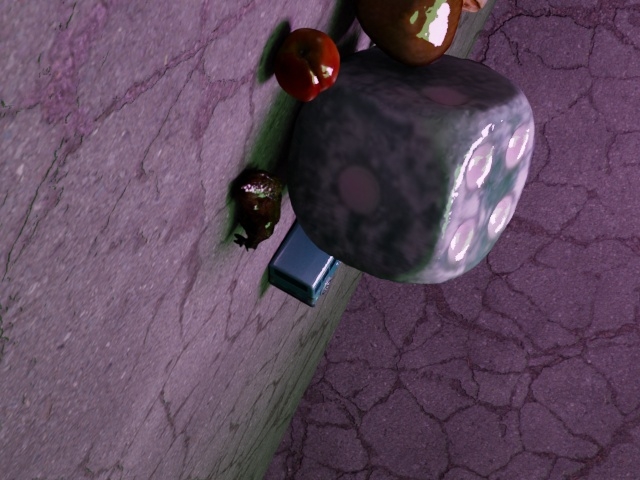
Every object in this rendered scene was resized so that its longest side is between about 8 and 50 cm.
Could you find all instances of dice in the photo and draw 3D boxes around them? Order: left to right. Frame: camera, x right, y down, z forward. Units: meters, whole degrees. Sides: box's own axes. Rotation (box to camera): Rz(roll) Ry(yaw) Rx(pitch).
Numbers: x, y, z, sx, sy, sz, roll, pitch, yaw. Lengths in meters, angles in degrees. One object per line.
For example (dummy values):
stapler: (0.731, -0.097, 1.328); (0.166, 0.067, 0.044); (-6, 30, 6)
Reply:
dice: (0.165, -0.142, 1.784); (0.348, 0.330, 0.327); (-26, 134, -48)

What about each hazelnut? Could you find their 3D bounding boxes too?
hazelnut: (0.139, -0.399, 1.675); (0.186, 0.210, 0.210); (-27, 152, -32)

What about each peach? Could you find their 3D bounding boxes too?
peach: (-0.019, -0.250, 1.429); (0.100, 0.101, 0.100); (-60, 171, -15)

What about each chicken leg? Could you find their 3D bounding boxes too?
chicken leg: (-0.102, -0.055, 1.648); (0.234, 0.063, 0.105); (98, 16, -60)

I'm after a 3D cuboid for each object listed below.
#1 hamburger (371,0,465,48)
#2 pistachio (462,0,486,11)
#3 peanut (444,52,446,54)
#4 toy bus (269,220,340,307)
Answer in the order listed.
hamburger: (0.201, -0.433, 1.968); (0.155, 0.135, 0.207); (-37, 158, -45)
pistachio: (0.318, -0.576, 2.257); (0.215, 0.144, 0.144); (-35, 152, -61)
peanut: (0.252, -0.447, 2.450); (0.214, 0.090, 0.098); (-44, 131, -68)
toy bus: (0.000, 0.000, 2.205); (0.256, 0.128, 0.147); (-58, 169, -19)
